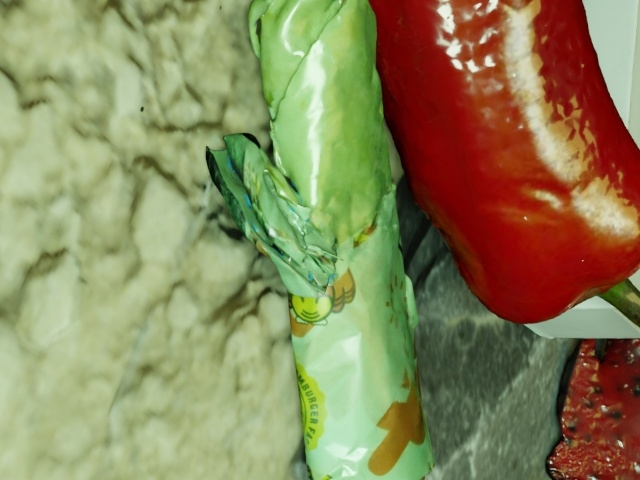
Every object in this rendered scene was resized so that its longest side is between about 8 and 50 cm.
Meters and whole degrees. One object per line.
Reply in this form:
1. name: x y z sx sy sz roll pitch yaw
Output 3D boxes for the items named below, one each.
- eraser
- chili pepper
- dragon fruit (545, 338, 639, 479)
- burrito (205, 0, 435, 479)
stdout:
1. eraser: 0.200 -0.081 0.734 0.076 0.078 0.298 32 63 -49
2. chili pepper: 0.118 -0.027 0.564 0.131 0.134 0.338 -34 113 -21
3. dragon fruit: 0.226 0.120 0.789 0.092 0.122 0.192 106 -9 -72
4. burrito: 0.000 0.000 0.476 0.104 0.054 0.288 -17 103 -52
